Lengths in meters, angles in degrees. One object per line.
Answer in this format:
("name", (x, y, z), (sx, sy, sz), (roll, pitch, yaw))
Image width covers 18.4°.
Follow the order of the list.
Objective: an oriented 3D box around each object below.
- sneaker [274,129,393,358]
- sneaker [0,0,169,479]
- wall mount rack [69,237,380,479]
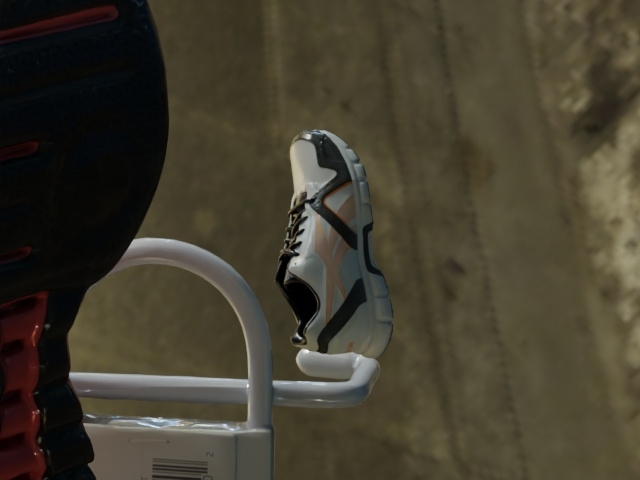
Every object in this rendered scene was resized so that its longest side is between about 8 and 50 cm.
("sneaker", (0.000, 0.000, 0.870), (0.044, 0.040, 0.109), (-3, 66, -24))
("sneaker", (-0.160, 0.010, 0.806), (0.136, 0.313, 0.116), (27, 24, 34))
("wall mount rack", (-0.126, 0.161, 1.023), (0.304, 0.350, 0.130), (3, 9, 5))
